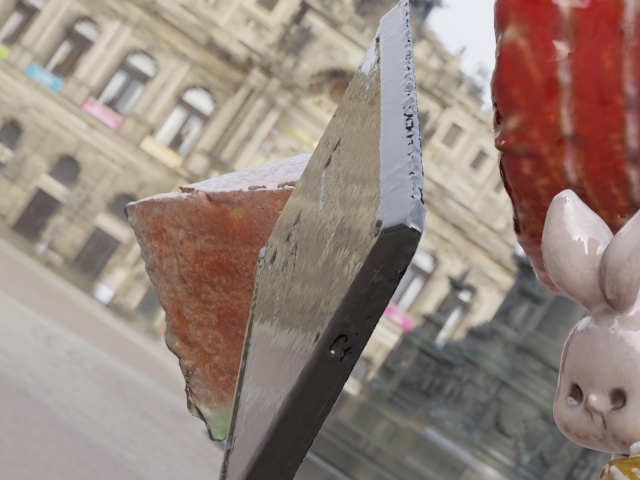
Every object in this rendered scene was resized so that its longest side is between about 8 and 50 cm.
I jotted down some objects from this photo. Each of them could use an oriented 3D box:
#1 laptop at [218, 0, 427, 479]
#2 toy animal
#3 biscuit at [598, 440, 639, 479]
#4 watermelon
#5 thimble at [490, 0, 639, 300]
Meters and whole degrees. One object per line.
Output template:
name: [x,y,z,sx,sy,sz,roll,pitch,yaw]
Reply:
laptop: [0.000,0.000,0.485,0.016,0.135,0.197,23,26,-11]
toy animal: [0.177,0.078,0.785,0.212,0.124,0.124,56,-15,-21]
biscuit: [0.209,0.250,0.543,0.064,0.283,0.432,-10,3,-3]
watermelon: [-0.043,0.027,1.237,0.232,0.193,0.310,53,-32,36]
thimble: [0.274,-0.104,1.021,0.230,0.350,0.350,1,-21,25]
